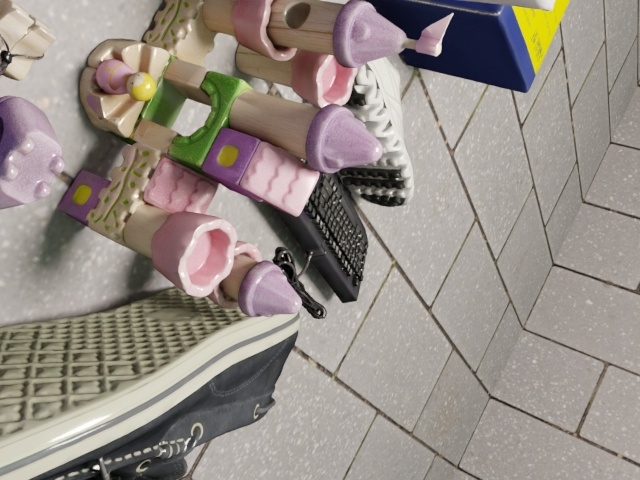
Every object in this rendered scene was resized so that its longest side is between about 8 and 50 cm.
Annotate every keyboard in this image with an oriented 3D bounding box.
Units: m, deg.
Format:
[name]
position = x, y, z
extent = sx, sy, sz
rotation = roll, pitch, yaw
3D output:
[keyboard]
position = 0.000, 0.000, 0.930
extent = 0.317, 0.033, 0.202
rotation = 55, 47, -54

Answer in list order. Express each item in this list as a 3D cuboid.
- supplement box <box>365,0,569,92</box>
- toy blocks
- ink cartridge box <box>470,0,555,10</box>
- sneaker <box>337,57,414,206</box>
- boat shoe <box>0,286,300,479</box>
[supplement box]
position = 0.233, -0.407, 0.924
extent = 0.357, 0.195, 0.194
rotation = -64, 150, -5
[toy blocks]
position = -0.072, -0.092, 0.576
extent = 0.289, 0.260, 0.309
rotation = -64, 149, -6
[ink cartridge box]
position = 0.115, -0.389, 0.485
extent = 0.279, 0.160, 0.385
rotation = 5, 104, -59
[sneaker]
position = 0.069, -0.156, 0.915
extent = 0.118, 0.110, 0.292
rotation = -64, 148, -30
[boat shoe]
position = -0.183, 0.150, 0.634
extent = 0.500, 0.186, 0.156
rotation = -13, 114, -60
